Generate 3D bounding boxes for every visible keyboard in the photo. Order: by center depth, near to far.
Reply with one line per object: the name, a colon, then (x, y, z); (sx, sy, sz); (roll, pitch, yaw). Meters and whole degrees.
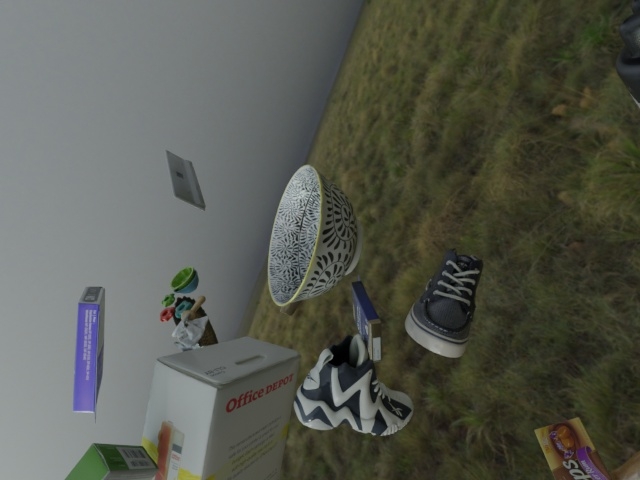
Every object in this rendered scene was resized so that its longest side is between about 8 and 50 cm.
keyboard: (-0.313, -0.143, 0.921); (0.014, 0.072, 0.256); (-56, 37, 17)

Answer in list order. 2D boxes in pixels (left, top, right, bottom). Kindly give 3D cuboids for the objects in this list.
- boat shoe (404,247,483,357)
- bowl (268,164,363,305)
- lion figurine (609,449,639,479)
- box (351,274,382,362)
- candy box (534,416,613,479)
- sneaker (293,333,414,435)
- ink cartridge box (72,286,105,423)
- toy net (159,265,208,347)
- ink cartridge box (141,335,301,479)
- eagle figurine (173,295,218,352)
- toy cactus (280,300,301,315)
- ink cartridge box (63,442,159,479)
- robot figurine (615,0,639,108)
boat shoe: (0.269, 0.108, 0.845); (0.340, 0.127, 0.158); (-27, -44, -71)
bowl: (0.000, 0.000, 0.490); (0.170, 0.080, 0.169); (-169, 90, -68)
lion figurine: (0.774, 0.554, 0.947); (0.392, 0.142, 0.240); (-42, -21, 21)
box: (0.122, 0.210, 1.128); (0.225, 0.037, 0.136); (-109, 11, -60)
candy box: (0.583, 0.515, 0.916); (0.109, 0.053, 0.186); (-29, 33, 21)
sneaker: (0.081, 0.235, 0.687); (0.094, 0.235, 0.152); (-134, 61, -67)
ink cartridge box: (-0.443, 0.208, 0.776); (0.208, 0.045, 0.206); (11, 98, 63)
toy net: (-0.305, 0.149, 0.868); (0.122, 0.045, 0.232); (-35, 33, -2)
ink cartridge box: (-0.197, 0.408, 0.799); (0.279, 0.161, 0.383); (7, -86, -63)
eagle figurine: (-0.315, 0.325, 1.053); (0.225, 0.227, 0.298); (-34, -37, -71)
toy cactus: (-0.047, 0.117, 1.082); (0.219, 0.112, 0.180); (72, -140, -72)
ink cartridge box: (-0.364, 0.422, 0.620); (0.209, 0.062, 0.109); (-53, -34, -10)
robot figurine: (0.541, -0.236, 0.566); (0.209, 0.278, 0.173); (-43, 18, 18)
